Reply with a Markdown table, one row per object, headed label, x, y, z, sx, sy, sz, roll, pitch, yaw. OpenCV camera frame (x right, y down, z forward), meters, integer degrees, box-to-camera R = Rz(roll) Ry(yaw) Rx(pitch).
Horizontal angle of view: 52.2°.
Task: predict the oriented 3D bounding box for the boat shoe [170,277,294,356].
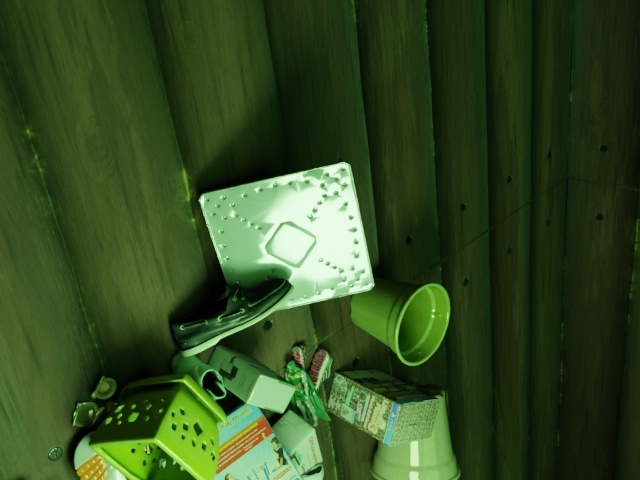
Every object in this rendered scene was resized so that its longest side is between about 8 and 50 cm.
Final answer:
| label | x | y | z | sx | sy | sz | roll | pitch | yaw |
| --- | --- | --- | --- | --- | --- | --- | --- | --- | --- |
| boat shoe | -0.237 | 0.172 | 1.709 | 0.339 | 0.127 | 0.113 | -28 | 106 | 0 |

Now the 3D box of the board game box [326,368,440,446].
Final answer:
| label | x | y | z | sx | sy | sz | roll | pitch | yaw |
| --- | --- | --- | --- | --- | --- | --- | --- | --- | --- |
| board game box | 0.209 | 0.553 | 2.201 | 0.232 | 0.291 | 0.141 | 8 | 97 | -46 |

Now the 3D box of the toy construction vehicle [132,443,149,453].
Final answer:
| label | x | y | z | sx | sy | sz | roll | pitch | yaw |
| --- | --- | --- | --- | --- | --- | --- | --- | --- | --- |
| toy construction vehicle | -0.445 | 0.517 | 1.714 | 0.098 | 0.035 | 0.086 | -17 | 115 | -41 |

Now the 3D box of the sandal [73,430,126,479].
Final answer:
| label | x | y | z | sx | sy | sz | roll | pitch | yaw |
| --- | --- | --- | --- | --- | --- | --- | --- | --- | --- |
| sandal | -0.533 | 0.587 | 1.617 | 0.101 | 0.076 | 0.266 | -23 | 106 | -20 |

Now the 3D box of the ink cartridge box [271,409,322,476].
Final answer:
| label | x | y | z | sx | sy | sz | roll | pitch | yaw |
| --- | --- | --- | --- | --- | --- | --- | --- | --- | --- |
| ink cartridge box | -0.133 | 0.693 | 2.005 | 0.278 | 0.117 | 0.202 | -40 | 140 | -29 |

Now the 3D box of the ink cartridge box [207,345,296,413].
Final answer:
| label | x | y | z | sx | sy | sz | roll | pitch | yaw |
| --- | --- | --- | --- | --- | --- | --- | --- | --- | --- |
| ink cartridge box | -0.195 | 0.380 | 1.798 | 0.153 | 0.208 | 0.087 | 31 | 84 | -45 |

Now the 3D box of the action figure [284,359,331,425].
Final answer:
| label | x | y | z | sx | sy | sz | roll | pitch | yaw |
| --- | --- | --- | --- | --- | --- | --- | --- | --- | --- |
| action figure | -0.062 | 0.472 | 2.036 | 0.063 | 0.137 | 0.232 | -47 | 125 | -54 |

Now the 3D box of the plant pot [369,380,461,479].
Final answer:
| label | x | y | z | sx | sy | sz | roll | pitch | yaw |
| --- | --- | --- | --- | --- | --- | --- | --- | --- | --- |
| plant pot | 0.345 | 0.694 | 2.398 | 0.333 | 0.333 | 0.306 | -4 | 94 | -44 |

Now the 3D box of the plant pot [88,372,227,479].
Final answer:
| label | x | y | z | sx | sy | sz | roll | pitch | yaw |
| --- | --- | --- | --- | --- | --- | --- | --- | --- | --- |
| plant pot | -0.375 | 0.456 | 1.585 | 0.228 | 0.227 | 0.207 | 55 | 36 | -33 |

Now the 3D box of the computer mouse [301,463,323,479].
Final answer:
| label | x | y | z | sx | sy | sz | roll | pitch | yaw |
| --- | --- | --- | --- | --- | --- | --- | --- | --- | --- |
| computer mouse | -0.044 | 0.756 | 2.022 | 0.193 | 0.042 | 0.106 | -17 | 127 | -48 |

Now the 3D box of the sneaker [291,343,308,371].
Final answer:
| label | x | y | z | sx | sy | sz | roll | pitch | yaw |
| --- | --- | --- | --- | --- | --- | --- | --- | --- | --- |
| sneaker | -0.056 | 0.379 | 2.060 | 0.057 | 0.047 | 0.120 | -29 | 124 | -49 |

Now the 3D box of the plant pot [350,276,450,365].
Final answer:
| label | x | y | z | sx | sy | sz | roll | pitch | yaw |
| --- | --- | --- | --- | --- | --- | --- | --- | --- | --- |
| plant pot | 0.245 | 0.238 | 2.159 | 0.276 | 0.253 | 0.276 | -17 | 115 | -40 |

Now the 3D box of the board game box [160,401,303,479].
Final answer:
| label | x | y | z | sx | sy | sz | roll | pitch | yaw |
| --- | --- | --- | --- | --- | --- | --- | --- | --- | --- |
| board game box | -0.239 | 0.651 | 1.797 | 0.308 | 0.086 | 0.302 | -30 | 86 | -30 |

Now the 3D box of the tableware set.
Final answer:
| label | x | y | z | sx | sy | sz | roll | pitch | yaw |
| --- | --- | --- | --- | --- | --- | --- | --- | --- | --- |
| tableware set | -0.521 | 0.409 | 1.613 | 0.168 | 0.020 | 0.141 | 37 | 76 | -45 |

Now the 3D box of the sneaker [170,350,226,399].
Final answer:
| label | x | y | z | sx | sy | sz | roll | pitch | yaw |
| --- | --- | --- | --- | --- | --- | --- | --- | --- | --- |
| sneaker | -0.307 | 0.423 | 1.739 | 0.094 | 0.151 | 0.256 | -37 | 128 | -33 |

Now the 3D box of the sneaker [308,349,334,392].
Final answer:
| label | x | y | z | sx | sy | sz | roll | pitch | yaw |
| --- | --- | --- | --- | --- | --- | --- | --- | --- | --- |
| sneaker | -0.003 | 0.440 | 2.115 | 0.074 | 0.063 | 0.171 | 28 | 82 | -46 |

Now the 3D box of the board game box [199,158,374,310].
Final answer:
| label | x | y | z | sx | sy | sz | roll | pitch | yaw |
| --- | --- | --- | --- | --- | --- | --- | --- | --- | --- |
| board game box | -0.080 | 0.000 | 1.735 | 0.389 | 0.050 | 0.390 | -13 | 119 | 2 |
